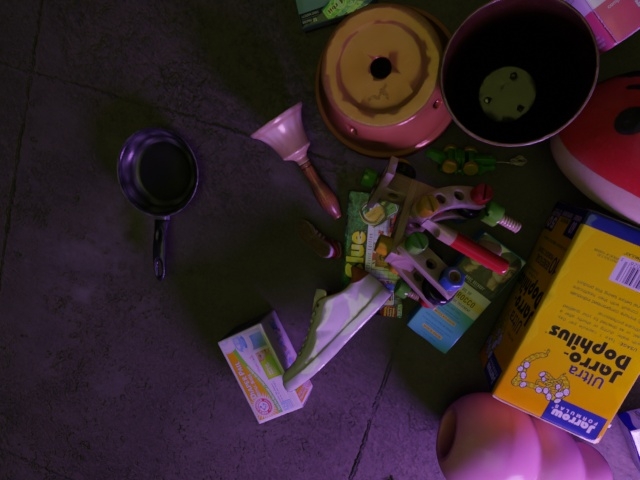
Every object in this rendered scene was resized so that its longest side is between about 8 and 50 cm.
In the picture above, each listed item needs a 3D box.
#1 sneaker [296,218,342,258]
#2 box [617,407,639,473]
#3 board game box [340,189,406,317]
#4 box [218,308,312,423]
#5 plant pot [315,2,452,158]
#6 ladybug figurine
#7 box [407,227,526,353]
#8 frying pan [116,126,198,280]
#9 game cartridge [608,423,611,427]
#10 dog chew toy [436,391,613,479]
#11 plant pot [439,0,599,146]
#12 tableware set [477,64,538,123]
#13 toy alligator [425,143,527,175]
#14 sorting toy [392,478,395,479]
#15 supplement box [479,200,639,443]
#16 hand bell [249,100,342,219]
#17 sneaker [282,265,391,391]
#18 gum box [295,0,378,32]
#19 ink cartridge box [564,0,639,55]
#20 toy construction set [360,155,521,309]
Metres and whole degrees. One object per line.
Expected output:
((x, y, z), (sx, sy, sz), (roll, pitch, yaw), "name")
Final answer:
((0.000, 0.000, 1.032), (0.118, 0.067, 0.042), (47, 109, 33), "sneaker")
((0.673, 0.387, 0.928), (0.137, 0.072, 0.126), (-21, 94, 13), "box")
((0.116, 0.029, 1.014), (0.136, 0.030, 0.260), (5, 99, 13), "board game box")
((-0.118, 0.276, 1.062), (0.114, 0.103, 0.203), (-26, 92, 14), "box")
((0.119, -0.296, 0.873), (0.290, 0.203, 0.291), (2, 98, 11), "plant pot")
((0.599, -0.149, 0.759), (0.449, 0.162, 0.305), (15, 64, 10), "ladybug figurine")
((0.289, 0.103, 0.971), (0.100, 0.060, 0.244), (37, 104, 4), "box")
((-0.336, -0.092, 1.079), (0.197, 0.053, 0.326), (-20, 96, 14), "frying pan")
((0.526, 0.344, 0.960), (0.083, 0.056, 0.017), (11, 108, 11), "game cartridge")
((0.401, 0.427, 0.935), (0.331, 0.206, 0.207), (19, 102, 0), "dog chew toy")
((0.315, -0.261, 0.803), (0.215, 0.230, 0.215), (3, 99, 17), "plant pot")
((0.380, -0.280, 0.913), (0.141, 0.020, 0.169), (46, 108, 7), "tableware set")
((0.298, -0.147, 0.939), (0.189, 0.056, 0.051), (7, 143, 8), "toy alligator")
((0.175, 0.583, 1.094), (0.062, 0.012, 0.083), (-33, 91, 15), "sorting toy")
((0.462, 0.133, 0.870), (0.195, 0.194, 0.357), (23, 102, 7), "supplement box")
((-0.025, -0.149, 0.992), (0.126, 0.126, 0.242), (-31, 104, 15), "hand bell")
((0.006, 0.174, 0.990), (0.123, 0.106, 0.290), (43, 87, 9), "sneaker")
((0.019, -0.525, 0.941), (0.156, 0.041, 0.184), (-11, 97, 13), "gum box")
((0.411, -0.442, 0.785), (0.117, 0.207, 0.283), (-35, 90, 14), "ink cartridge box")
((0.168, -0.032, 0.838), (0.237, 0.309, 0.257), (29, 89, -4), "toy construction set")
